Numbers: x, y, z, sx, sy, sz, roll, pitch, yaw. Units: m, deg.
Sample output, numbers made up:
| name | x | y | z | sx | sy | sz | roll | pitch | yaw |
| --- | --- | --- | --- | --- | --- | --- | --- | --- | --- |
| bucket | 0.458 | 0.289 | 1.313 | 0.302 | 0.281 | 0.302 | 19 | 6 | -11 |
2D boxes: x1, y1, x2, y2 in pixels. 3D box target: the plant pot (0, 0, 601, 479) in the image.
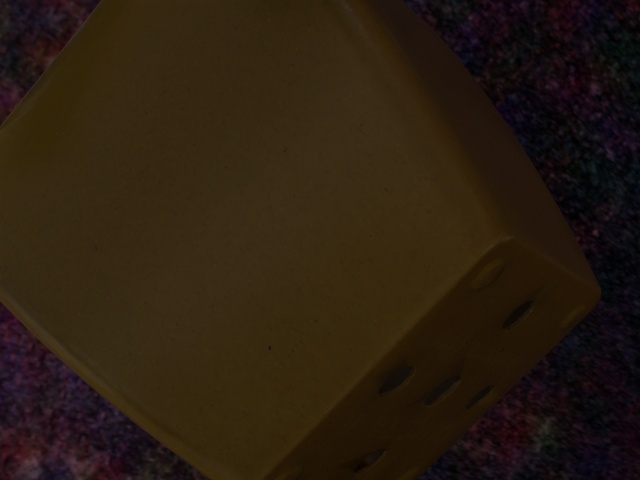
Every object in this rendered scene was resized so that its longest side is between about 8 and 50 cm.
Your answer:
| name | x | y | z | sx | sy | sz | roll | pitch | yaw |
| --- | --- | --- | --- | --- | --- | --- | --- | --- | --- |
| plant pot | 0.000 | 0.000 | 0.450 | 0.212 | 0.212 | 0.187 | -48 | 60 | 12 |
